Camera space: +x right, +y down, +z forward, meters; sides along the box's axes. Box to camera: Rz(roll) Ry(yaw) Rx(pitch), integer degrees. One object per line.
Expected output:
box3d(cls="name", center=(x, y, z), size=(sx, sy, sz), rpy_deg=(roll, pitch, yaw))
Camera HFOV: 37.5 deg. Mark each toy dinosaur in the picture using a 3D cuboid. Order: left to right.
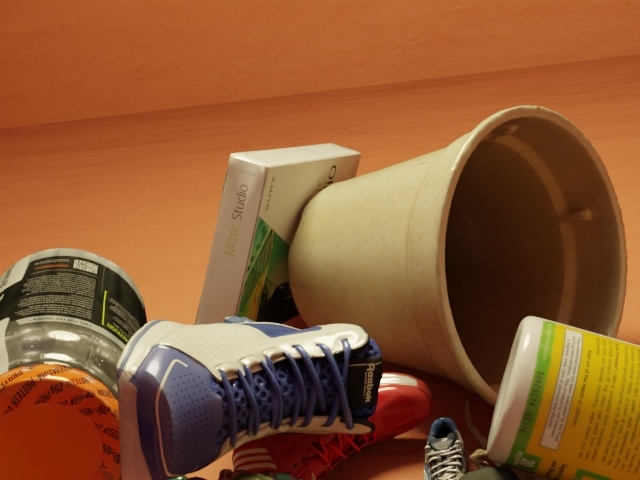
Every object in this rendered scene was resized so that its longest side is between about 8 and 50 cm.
box3d(cls="toy dinosaur", center=(0.185, 0.222, 0.918), size=(0.093, 0.053, 0.183), rpy_deg=(-7, 22, -42))

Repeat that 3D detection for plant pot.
box3d(cls="plant pot", center=(0.138, 0.026, 1.117), size=(0.334, 0.333, 0.305), rpy_deg=(-26, 15, -38))

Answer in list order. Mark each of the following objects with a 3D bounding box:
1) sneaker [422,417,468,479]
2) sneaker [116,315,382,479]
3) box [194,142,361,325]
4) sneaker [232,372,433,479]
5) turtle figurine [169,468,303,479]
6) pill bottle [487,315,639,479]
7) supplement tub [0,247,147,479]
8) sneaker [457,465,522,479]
box3d(cls="sneaker", center=(0.119, 0.220, 0.916), size=(0.052, 0.058, 0.135), rpy_deg=(-7, 21, 6))
box3d(cls="sneaker", center=(-0.043, 0.127, 0.871), size=(0.182, 0.127, 0.315), rpy_deg=(-3, 3, 19))
box3d(cls="box", center=(-0.048, -0.003, 1.222), size=(0.058, 0.232, 0.322), rpy_deg=(18, 14, 20))
box3d(cls="sneaker", center=(0.015, 0.218, 0.965), size=(0.221, 0.087, 0.128), rpy_deg=(-19, 28, 9))
box3d(cls="turtle figurine", center=(-0.068, 0.254, 0.823), size=(0.234, 0.118, 0.175), rpy_deg=(-5, 26, 33))
box3d(cls="pill bottle", center=(0.282, 0.163, 0.831), size=(0.246, 0.136, 0.136), rpy_deg=(15, 26, 10))
box3d(cls="supplement tub", center=(-0.299, 0.153, 1.068), size=(0.207, 0.207, 0.338), rpy_deg=(-12, 20, -7))
box3d(cls="sneaker", center=(0.105, 0.266, 0.743), size=(0.267, 0.101, 0.106), rpy_deg=(-26, 29, -38))
